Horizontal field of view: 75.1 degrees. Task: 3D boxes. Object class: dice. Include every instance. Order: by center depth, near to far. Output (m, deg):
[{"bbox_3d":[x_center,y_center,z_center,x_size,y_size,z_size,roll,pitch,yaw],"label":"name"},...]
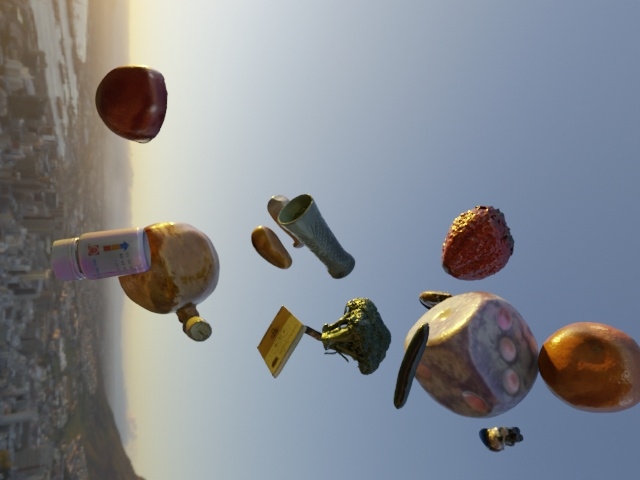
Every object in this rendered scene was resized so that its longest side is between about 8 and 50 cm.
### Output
[{"bbox_3d":[0.435,0.328,1.217,0.271,0.270,0.270,53,-32,-2],"label":"dice"}]

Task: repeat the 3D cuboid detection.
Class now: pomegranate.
[{"bbox_3d":[-0.561,0.131,1.591,0.410,0.411,0.409,180,-90,-64],"label":"pomegranate"}]

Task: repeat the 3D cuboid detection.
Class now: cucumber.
[{"bbox_3d":[0.180,0.250,0.835,0.036,0.033,0.184,18,-86,20],"label":"cucumber"}]

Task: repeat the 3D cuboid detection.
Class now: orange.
[{"bbox_3d":[0.692,0.325,1.066,0.171,0.240,0.240,56,6,-48],"label":"orange"}]

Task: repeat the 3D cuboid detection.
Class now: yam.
[{"bbox_3d":[-0.371,0.260,1.238,0.067,0.071,0.317,-52,-169,-19],"label":"yam"}]

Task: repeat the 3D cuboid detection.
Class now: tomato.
[{"bbox_3d":[-0.515,-0.367,1.109,0.233,0.140,0.200,9,-83,47],"label":"tomato"}]

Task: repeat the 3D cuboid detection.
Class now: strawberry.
[{"bbox_3d":[0.586,0.020,1.592,0.250,0.289,0.238,57,1,35],"label":"strawberry"}]

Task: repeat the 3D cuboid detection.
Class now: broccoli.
[{"bbox_3d":[0.150,0.407,1.727,0.304,0.284,0.320,-24,103,-79],"label":"broccoli"}]

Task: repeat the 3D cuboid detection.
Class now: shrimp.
[{"bbox_3d":[0.496,0.241,1.681,0.066,0.117,0.262,-59,-166,-17],"label":"shrimp"}]

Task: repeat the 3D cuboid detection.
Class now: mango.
[{"bbox_3d":[-0.171,0.027,1.443,0.178,0.090,0.115,50,-19,-19],"label":"mango"}]

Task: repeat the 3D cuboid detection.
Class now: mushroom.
[{"bbox_3d":[-0.109,-0.068,1.487,0.088,0.097,0.212,-25,-77,24],"label":"mushroom"}]

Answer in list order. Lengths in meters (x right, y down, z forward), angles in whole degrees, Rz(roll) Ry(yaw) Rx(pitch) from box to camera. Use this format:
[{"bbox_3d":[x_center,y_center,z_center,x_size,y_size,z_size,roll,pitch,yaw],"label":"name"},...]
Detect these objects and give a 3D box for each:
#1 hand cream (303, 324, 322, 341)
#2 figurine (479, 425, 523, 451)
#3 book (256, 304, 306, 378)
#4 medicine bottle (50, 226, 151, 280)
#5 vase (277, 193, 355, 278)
[{"bbox_3d":[-0.044,0.421,1.885,0.062,0.163,0.038,120,-9,-45],"label":"hand cream"},{"bbox_3d":[0.621,0.676,1.433,0.149,0.088,0.086,-47,-124,41],"label":"figurine"},{"bbox_3d":[-0.102,0.245,1.039,0.138,0.016,0.199,-59,-161,-6],"label":"book"},{"bbox_3d":[-0.674,0.045,1.296,0.152,0.255,0.151,171,-90,-77],"label":"medicine bottle"},{"bbox_3d":[0.000,0.000,0.987,0.096,0.219,0.096,-26,-145,20],"label":"vase"}]
